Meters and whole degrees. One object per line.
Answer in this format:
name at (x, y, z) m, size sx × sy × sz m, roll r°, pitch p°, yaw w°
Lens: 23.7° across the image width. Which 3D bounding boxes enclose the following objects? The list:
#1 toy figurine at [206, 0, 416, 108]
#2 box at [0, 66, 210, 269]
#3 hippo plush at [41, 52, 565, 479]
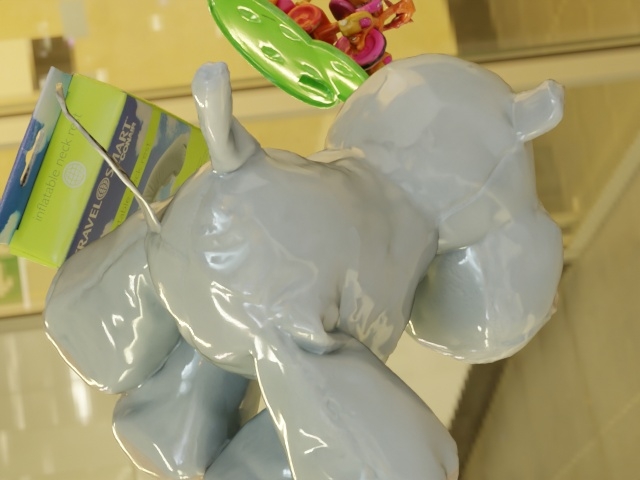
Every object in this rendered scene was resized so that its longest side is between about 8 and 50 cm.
toy figurine at (0.027, -0.193, 1.147) m, size 0.173 × 0.159 × 0.130 m, roll 29°, pitch 162°, yaw 39°
box at (-0.123, -0.033, 0.908) m, size 0.109 × 0.042 × 0.178 m, roll -70°, pitch -17°, yaw 0°
hippo plush at (0.000, 0.000, 0.815) m, size 0.234 × 0.236 × 0.294 m, roll -1°, pitch 120°, yaw 46°
